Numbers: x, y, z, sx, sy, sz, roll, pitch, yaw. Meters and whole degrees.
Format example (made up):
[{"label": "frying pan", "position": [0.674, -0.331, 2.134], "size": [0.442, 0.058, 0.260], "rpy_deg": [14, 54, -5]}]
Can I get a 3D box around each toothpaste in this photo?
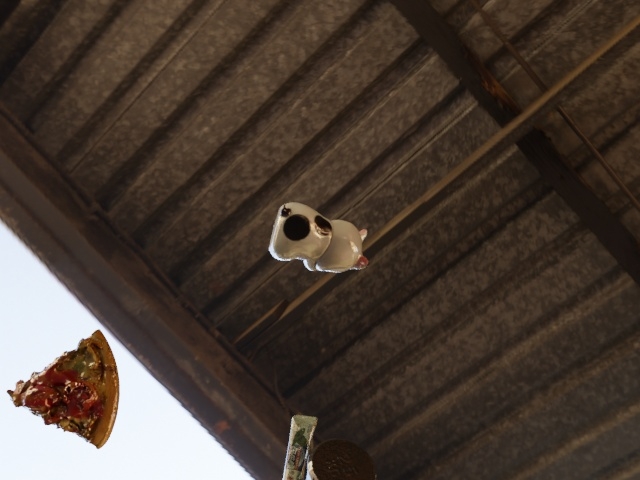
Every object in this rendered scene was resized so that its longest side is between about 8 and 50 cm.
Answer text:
[{"label": "toothpaste", "position": [-0.057, 0.509, 1.484], "size": [0.060, 0.038, 0.234], "rpy_deg": [6, -113, 14]}]

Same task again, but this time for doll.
[{"label": "doll", "position": [-0.007, -0.001, 1.209], "size": [0.180, 0.110, 0.107], "rpy_deg": [22, -40, -18]}]

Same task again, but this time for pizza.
[{"label": "pizza", "position": [-0.438, 0.265, 1.122], "size": [0.193, 0.053, 0.201], "rpy_deg": [-14, -105, -4]}]

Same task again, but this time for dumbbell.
[{"label": "dumbbell", "position": [0.028, 0.562, 1.457], "size": [0.152, 0.152, 0.218], "rpy_deg": [17, -56, 7]}]
